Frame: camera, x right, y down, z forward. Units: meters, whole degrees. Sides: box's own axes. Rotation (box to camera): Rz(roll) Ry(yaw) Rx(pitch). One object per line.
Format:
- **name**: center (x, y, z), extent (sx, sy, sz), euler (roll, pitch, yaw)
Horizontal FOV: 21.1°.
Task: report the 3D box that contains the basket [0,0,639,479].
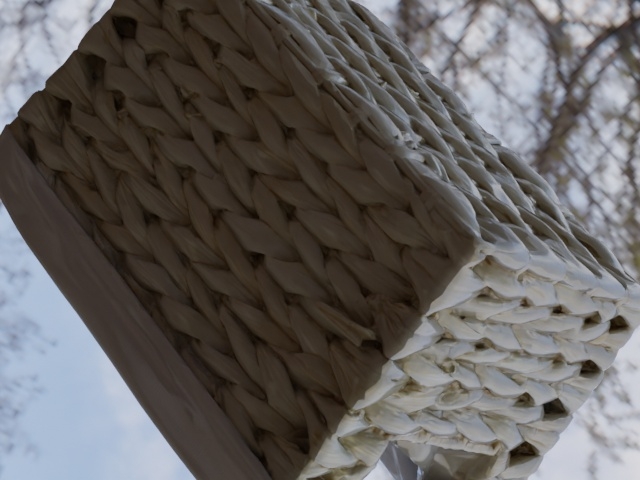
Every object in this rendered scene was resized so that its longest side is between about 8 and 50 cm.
- **basket**: center (0.000, 0.000, 0.502), extent (0.103, 0.113, 0.167), euler (-51, -125, 17)
